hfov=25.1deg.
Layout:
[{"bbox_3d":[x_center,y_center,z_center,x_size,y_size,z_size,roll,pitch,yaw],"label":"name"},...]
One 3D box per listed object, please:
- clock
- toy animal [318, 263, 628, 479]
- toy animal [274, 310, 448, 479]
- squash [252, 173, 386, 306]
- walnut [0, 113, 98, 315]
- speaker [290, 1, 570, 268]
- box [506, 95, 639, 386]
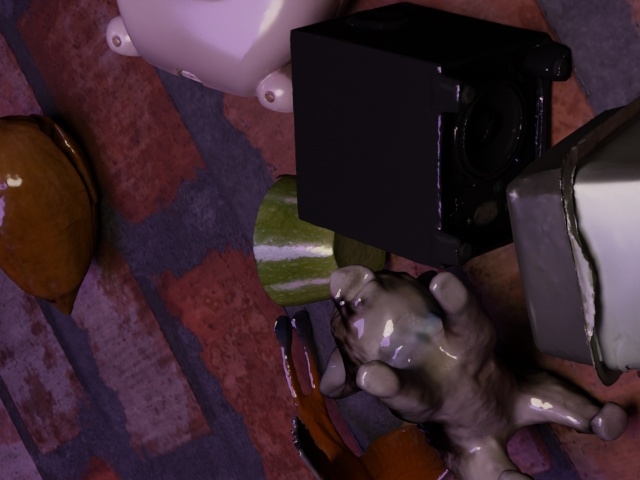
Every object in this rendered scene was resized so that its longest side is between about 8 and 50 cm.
[{"bbox_3d":[-0.103,-0.348,1.662,0.342,0.184,0.325,19,123,19],"label":"clock"},{"bbox_3d":[0.124,0.145,1.619,0.344,0.194,0.303,43,171,-24],"label":"toy animal"},{"bbox_3d":[0.013,0.289,1.913,0.284,0.225,0.302,40,134,54],"label":"toy animal"},{"bbox_3d":[0.000,0.000,1.782,0.123,0.170,0.170,-1,110,35],"label":"squash"},{"bbox_3d":[-0.445,-0.037,2.247,0.209,0.209,0.336,5,115,49],"label":"walnut"},{"bbox_3d":[0.116,-0.120,1.549,0.254,0.184,0.232,20,121,43],"label":"speaker"},{"bbox_3d":[0.300,-0.016,1.306,0.166,0.290,0.220,-1,109,35],"label":"box"}]
